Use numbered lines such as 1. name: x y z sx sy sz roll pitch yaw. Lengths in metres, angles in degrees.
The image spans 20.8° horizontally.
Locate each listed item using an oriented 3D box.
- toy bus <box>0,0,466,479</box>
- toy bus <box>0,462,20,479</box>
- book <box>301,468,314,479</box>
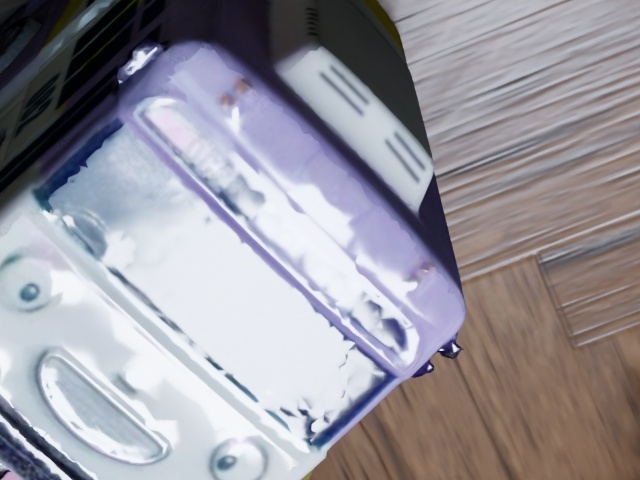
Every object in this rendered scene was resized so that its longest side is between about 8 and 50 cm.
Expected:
1. toy bus: -0.067 -0.043 0.954 0.249 0.440 0.209 -40 110 15
2. toy bus: -0.188 0.148 1.253 0.203 0.063 0.090 -1 117 -1
3. book: -0.067 0.129 1.226 0.172 0.012 0.118 15 106 -33
